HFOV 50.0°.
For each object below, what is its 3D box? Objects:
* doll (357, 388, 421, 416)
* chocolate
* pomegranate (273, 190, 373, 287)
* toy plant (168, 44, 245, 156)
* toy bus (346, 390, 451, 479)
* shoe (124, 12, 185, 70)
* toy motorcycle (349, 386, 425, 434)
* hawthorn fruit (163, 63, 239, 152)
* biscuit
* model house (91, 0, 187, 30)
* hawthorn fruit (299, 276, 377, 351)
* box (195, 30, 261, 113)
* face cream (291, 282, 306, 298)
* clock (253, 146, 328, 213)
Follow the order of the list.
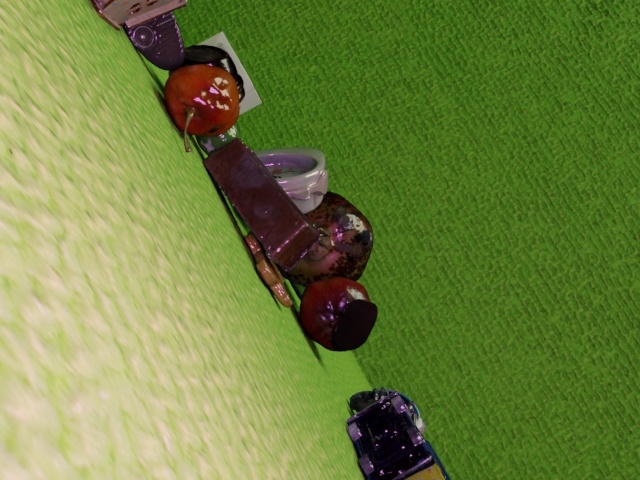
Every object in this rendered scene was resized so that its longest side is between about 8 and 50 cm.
[{"bbox_3d":[0.196,0.507,1.994,0.177,0.141,0.314,27,-3,27],"label":"doll"},{"bbox_3d":[-0.126,-0.083,1.505,0.321,0.112,0.112,53,5,27],"label":"chocolate"},{"bbox_3d":[0.000,0.000,1.806,0.285,0.285,0.340,61,3,4],"label":"pomegranate"},{"bbox_3d":[-0.261,-0.323,1.606,0.218,0.175,0.235,49,-33,46],"label":"toy plant"},{"bbox_3d":[0.161,0.443,1.362,0.175,0.138,0.288,60,0,-14],"label":"toy bus"},{"bbox_3d":[-0.388,-0.511,1.509,0.293,0.109,0.149,56,7,-15],"label":"shoe"},{"bbox_3d":[0.165,0.436,1.691,0.270,0.159,0.106,-113,-165,-73],"label":"toy motorcycle"},{"bbox_3d":[-0.259,-0.260,1.386,0.165,0.165,0.285,61,23,-22],"label":"hawthorn fruit"},{"bbox_3d":[-0.120,0.051,1.505,0.153,0.030,0.234,62,-1,-36],"label":"biscuit"},{"bbox_3d":[-0.334,-0.524,1.298,0.169,0.244,0.326,58,34,-9],"label":"model house"},{"bbox_3d":[0.037,0.175,1.732,0.190,0.189,0.251,61,-3,-12],"label":"hawthorn fruit"},{"bbox_3d":[-0.355,-0.547,2.347,0.274,0.203,0.116,60,-1,23],"label":"box"},{"bbox_3d":[-0.044,0.132,2.160,0.337,0.080,0.163,61,0,-41],"label":"face cream"},{"bbox_3d":[-0.111,-0.144,1.742,0.324,0.265,0.109,-103,-170,-65],"label":"clock"}]
